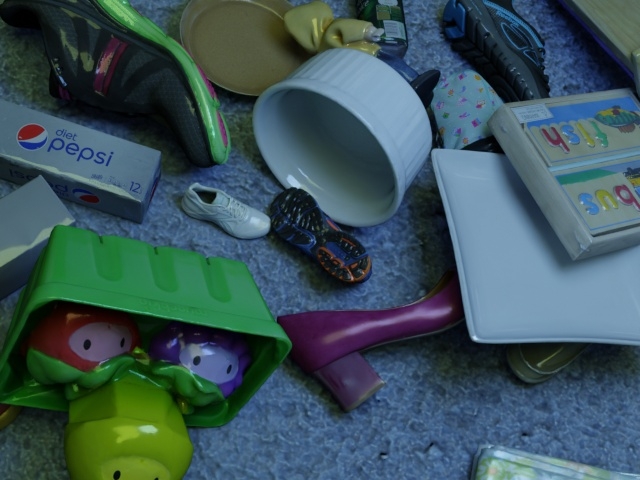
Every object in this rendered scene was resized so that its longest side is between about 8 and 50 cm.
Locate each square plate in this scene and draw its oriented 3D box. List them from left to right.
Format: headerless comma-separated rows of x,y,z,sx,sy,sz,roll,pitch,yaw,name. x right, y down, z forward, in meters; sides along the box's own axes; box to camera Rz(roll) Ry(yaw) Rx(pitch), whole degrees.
0.351,0.017,1.632,0.347,0.049,0.344,3,56,-18,square plate

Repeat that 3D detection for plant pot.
-0.128,-0.342,1.818,0.236,0.032,0.236,7,63,-14,plant pot

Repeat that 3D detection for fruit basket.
-0.248,0.201,1.416,0.392,0.283,0.392,21,42,-20,fruit basket

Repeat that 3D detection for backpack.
0.259,-0.195,1.772,0.152,0.115,0.182,-21,58,15,backpack

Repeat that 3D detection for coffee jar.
0.106,-0.403,1.863,0.079,0.096,0.184,2,65,-13,coffee jar

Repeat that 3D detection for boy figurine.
0.058,-0.304,1.774,0.285,0.177,0.092,36,57,20,boy figurine

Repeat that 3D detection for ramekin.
0.041,-0.167,1.656,0.277,0.277,0.135,36,58,7,ramekin

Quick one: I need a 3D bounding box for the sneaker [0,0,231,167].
-0.330,-0.271,1.711,0.483,0.185,0.202,43,85,14,sneaker

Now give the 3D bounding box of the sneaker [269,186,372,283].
0.000,0.000,1.681,0.083,0.087,0.221,-43,62,-1,sneaker

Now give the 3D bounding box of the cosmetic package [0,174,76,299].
-0.482,0.020,1.559,0.238,0.127,0.107,-37,78,-24,cosmetic package

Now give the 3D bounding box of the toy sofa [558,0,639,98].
0.534,-0.400,1.864,0.150,0.177,0.362,-30,51,1,toy sofa

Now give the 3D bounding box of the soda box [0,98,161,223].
-0.399,-0.126,1.656,0.286,0.091,0.098,17,66,-1,soda box

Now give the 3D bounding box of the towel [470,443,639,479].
0.354,0.497,1.515,0.320,0.090,0.374,12,65,-1,towel

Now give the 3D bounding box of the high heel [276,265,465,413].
0.121,0.084,1.627,0.377,0.127,0.181,-38,88,-19,high heel

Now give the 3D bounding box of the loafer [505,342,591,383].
0.403,0.124,1.682,0.268,0.092,0.102,-38,75,-24,loafer

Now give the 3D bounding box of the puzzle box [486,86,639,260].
0.491,-0.123,1.716,0.409,0.052,0.272,-12,64,-35,puzzle box

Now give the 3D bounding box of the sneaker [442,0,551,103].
0.353,-0.307,1.849,0.140,0.125,0.341,-20,74,-23,sneaker

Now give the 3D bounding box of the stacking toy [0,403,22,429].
-0.591,0.238,1.441,0.279,0.130,0.309,27,64,2,stacking toy

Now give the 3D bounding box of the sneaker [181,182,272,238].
-0.149,-0.047,1.681,0.152,0.061,0.053,19,63,-2,sneaker
